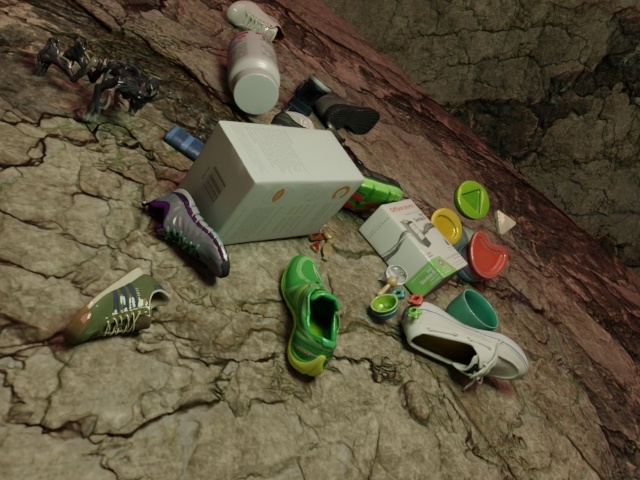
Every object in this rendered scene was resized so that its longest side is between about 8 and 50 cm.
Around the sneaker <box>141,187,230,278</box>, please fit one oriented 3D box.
[{"bbox_3d":[-0.266,-0.003,1.042,0.098,0.083,0.223,-21,60,-34],"label":"sneaker"}]

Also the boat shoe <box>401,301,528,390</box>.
[{"bbox_3d":[0.367,0.289,1.301,0.367,0.136,0.156,29,33,-14],"label":"boat shoe"}]

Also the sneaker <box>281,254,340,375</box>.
[{"bbox_3d":[-0.007,0.135,1.088,0.109,0.123,0.295,23,35,-27],"label":"sneaker"}]

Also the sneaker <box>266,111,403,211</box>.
[{"bbox_3d":[0.054,-0.225,1.510,0.483,0.185,0.202,22,64,-31],"label":"sneaker"}]

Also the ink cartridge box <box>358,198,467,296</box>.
[{"bbox_3d":[0.272,0.018,1.552,0.273,0.115,0.198,51,32,16],"label":"ink cartridge box"}]

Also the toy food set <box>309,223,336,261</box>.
[{"bbox_3d":[0.000,0.000,1.370,0.078,0.019,0.122,35,39,-10],"label":"toy food set"}]

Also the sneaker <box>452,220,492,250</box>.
[{"bbox_3d":[0.520,-0.011,1.882,0.256,0.094,0.151,48,36,-9],"label":"sneaker"}]

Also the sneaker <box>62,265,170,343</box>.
[{"bbox_3d":[-0.308,0.113,0.836,0.086,0.064,0.192,35,28,-1],"label":"sneaker"}]

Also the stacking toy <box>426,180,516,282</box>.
[{"bbox_3d":[0.481,-0.027,1.764,0.309,0.130,0.279,41,63,-11],"label":"stacking toy"}]

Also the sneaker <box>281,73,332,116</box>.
[{"bbox_3d":[-0.048,-0.454,1.725,0.086,0.163,0.226,38,5,-13],"label":"sneaker"}]

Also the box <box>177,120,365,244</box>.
[{"bbox_3d":[-0.105,-0.127,1.197,0.345,0.215,0.168,-7,59,-48],"label":"box"}]

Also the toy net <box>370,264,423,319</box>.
[{"bbox_3d":[0.196,0.118,1.345,0.232,0.122,0.045,-76,151,-56],"label":"toy net"}]

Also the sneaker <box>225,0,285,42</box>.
[{"bbox_3d":[-0.240,-0.857,2.090,0.123,0.106,0.290,51,31,20],"label":"sneaker"}]

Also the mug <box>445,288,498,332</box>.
[{"bbox_3d":[0.415,0.225,1.469,0.129,0.097,0.158,31,33,-18],"label":"mug"}]

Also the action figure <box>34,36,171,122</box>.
[{"bbox_3d":[-0.468,-0.338,1.162,0.276,0.141,0.164,28,28,9],"label":"action figure"}]

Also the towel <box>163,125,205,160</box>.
[{"bbox_3d":[-0.319,-0.232,1.294,0.119,0.029,0.067,35,32,-11],"label":"towel"}]

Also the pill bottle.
[{"bbox_3d":[-0.210,-0.525,1.655,0.160,0.160,0.283,22,36,-29],"label":"pill bottle"}]

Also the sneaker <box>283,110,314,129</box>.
[{"bbox_3d":[-0.063,-0.311,1.624,0.232,0.090,0.115,49,35,15],"label":"sneaker"}]

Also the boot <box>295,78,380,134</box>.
[{"bbox_3d":[0.074,-0.527,2.027,0.222,0.118,0.338,50,27,24],"label":"boot"}]
